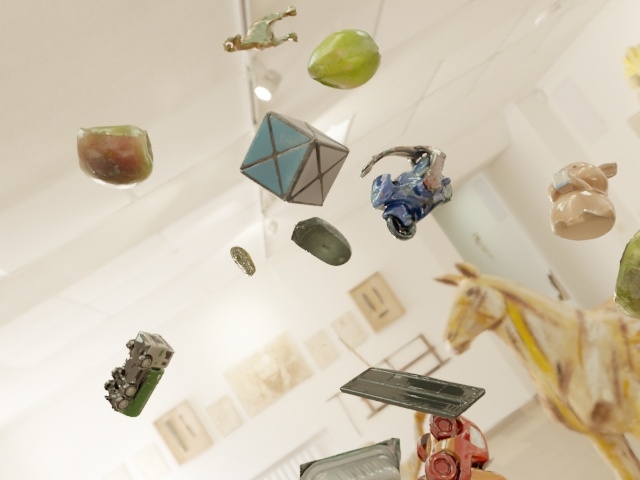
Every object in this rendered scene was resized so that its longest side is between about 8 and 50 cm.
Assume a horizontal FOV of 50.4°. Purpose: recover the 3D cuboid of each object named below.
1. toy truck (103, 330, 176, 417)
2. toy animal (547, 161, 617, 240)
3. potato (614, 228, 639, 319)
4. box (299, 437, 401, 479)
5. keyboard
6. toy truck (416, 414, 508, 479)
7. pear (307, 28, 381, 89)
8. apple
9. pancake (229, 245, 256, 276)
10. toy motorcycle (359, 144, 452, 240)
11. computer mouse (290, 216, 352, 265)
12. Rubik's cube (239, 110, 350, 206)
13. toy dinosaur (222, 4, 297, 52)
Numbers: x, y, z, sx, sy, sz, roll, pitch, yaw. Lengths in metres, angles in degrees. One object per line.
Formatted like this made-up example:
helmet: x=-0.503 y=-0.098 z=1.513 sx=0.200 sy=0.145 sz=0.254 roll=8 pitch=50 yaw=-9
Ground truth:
toy truck: x=-0.501 y=0.376 z=1.885 sx=0.125 sy=0.101 sz=0.242 roll=24 pitch=-82 yaw=-46
toy animal: x=0.739 y=-0.119 z=1.955 sx=0.213 sy=0.256 sz=0.195 roll=27 pitch=-38 yaw=-33
potato: x=0.807 y=0.086 z=1.631 sx=0.160 sy=0.111 sz=0.271 roll=-16 pitch=-56 yaw=-26
box: x=0.113 y=0.739 z=1.947 sx=0.337 sy=0.264 sz=0.106 roll=-7 pitch=7 yaw=-28
keyboard: x=0.118 y=0.260 z=1.241 sx=0.103 sy=0.041 sz=0.381 roll=-25 pitch=22 yaw=-37
toy truck: x=0.366 y=0.571 z=1.705 sx=0.189 sy=0.239 sz=0.265 roll=100 pitch=-179 yaw=-48
pear: x=0.065 y=-0.541 z=2.060 sx=0.220 sy=0.187 sz=0.187 roll=-27 pitch=-8 yaw=-5
apple: x=-0.535 y=-0.221 z=1.772 sx=0.188 sy=0.173 sz=0.207 roll=-7 pitch=-7 yaw=-8
pancake: x=-0.225 y=0.060 z=1.981 sx=0.017 sy=0.108 sz=0.108 roll=-37 pitch=-5 yaw=-30
toy motorcycle: x=0.239 y=-0.148 z=1.981 sx=0.319 sy=0.241 sz=0.182 roll=-40 pitch=-27 yaw=-40
computer mouse: x=0.000 y=-0.003 z=2.022 sx=0.113 sy=0.229 sz=0.068 roll=-42 pitch=34 yaw=17
Rubik's cube: x=-0.090 y=-0.287 z=2.428 sx=0.255 sy=0.260 sz=0.259 roll=-1 pitch=-62 yaw=-60
toy dinosaur: x=-0.108 y=-0.340 z=1.151 sx=0.142 sy=0.057 sz=0.212 roll=-27 pitch=12 yaw=-11
